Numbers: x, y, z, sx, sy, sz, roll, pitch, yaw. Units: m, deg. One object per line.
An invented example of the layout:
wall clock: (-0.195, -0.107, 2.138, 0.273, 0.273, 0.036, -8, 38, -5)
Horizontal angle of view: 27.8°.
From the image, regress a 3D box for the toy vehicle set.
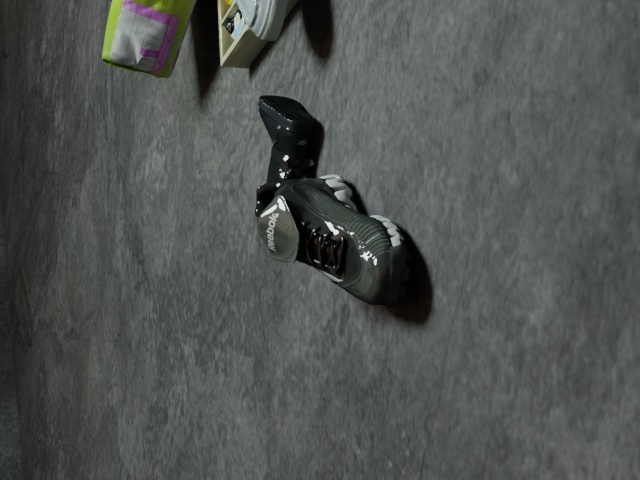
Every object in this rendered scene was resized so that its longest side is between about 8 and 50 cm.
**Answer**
toy vehicle set: (-0.061, -0.324, 1.453, 0.267, 0.035, 0.166, 139, 130, -62)

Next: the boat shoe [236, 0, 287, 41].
boat shoe: (-0.088, -0.297, 1.353, 0.079, 0.081, 0.227, 118, 148, -47)

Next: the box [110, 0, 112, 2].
box: (-0.351, -0.490, 2.233, 0.225, 0.037, 0.136, -134, 50, -61)

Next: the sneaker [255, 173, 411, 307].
sneaker: (0.000, 0.000, 1.159, 0.234, 0.106, 0.078, -131, 46, -61)

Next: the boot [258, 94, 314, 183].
boot: (-0.040, -0.093, 1.366, 0.121, 0.045, 0.099, -132, 45, -60)

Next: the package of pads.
package of pads: (-0.193, -0.376, 1.649, 0.296, 0.101, 0.229, 119, 163, -51)
